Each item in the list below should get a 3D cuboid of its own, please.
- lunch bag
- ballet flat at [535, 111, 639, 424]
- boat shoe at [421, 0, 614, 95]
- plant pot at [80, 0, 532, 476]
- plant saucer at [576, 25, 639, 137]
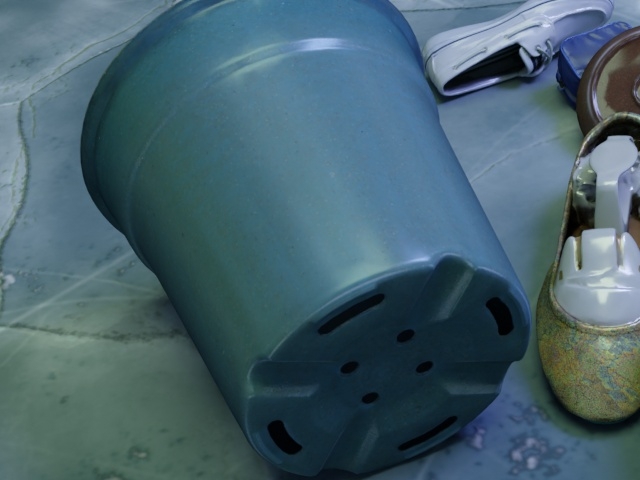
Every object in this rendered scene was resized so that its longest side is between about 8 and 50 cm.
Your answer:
[{"bbox_3d":[0.303,-0.185,1.564,0.098,0.065,0.067,-19,59,-6],"label":"lunch bag"},{"bbox_3d":[0.263,0.007,1.311,0.123,0.123,0.348,3,43,17],"label":"ballet flat"},{"bbox_3d":[0.230,-0.216,1.619,0.226,0.083,0.076,-21,51,7],"label":"boat shoe"},{"bbox_3d":[0.000,0.000,1.247,0.341,0.341,0.334,-20,49,-10],"label":"plant pot"},{"bbox_3d":[0.344,-0.151,1.473,0.168,0.029,0.168,-5,73,17],"label":"plant saucer"}]
